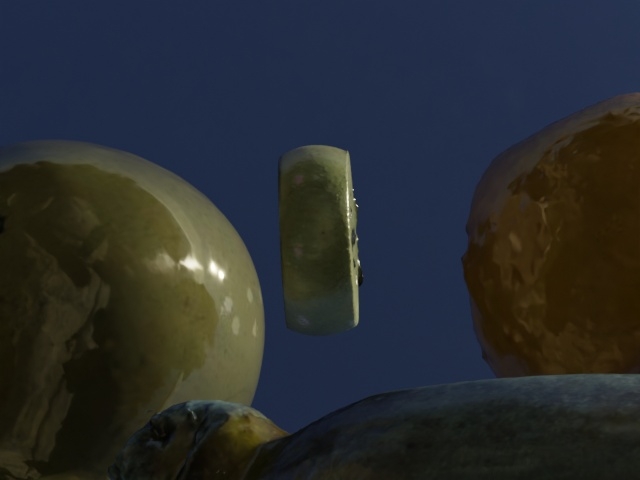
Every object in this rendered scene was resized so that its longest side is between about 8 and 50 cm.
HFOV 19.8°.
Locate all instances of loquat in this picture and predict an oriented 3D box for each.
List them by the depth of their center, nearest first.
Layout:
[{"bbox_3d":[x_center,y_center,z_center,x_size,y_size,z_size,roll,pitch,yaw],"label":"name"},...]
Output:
[{"bbox_3d":[0.178,0.019,0.977,0.208,0.208,0.208,-2,-114,5],"label":"loquat"}]

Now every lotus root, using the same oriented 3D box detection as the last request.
[{"bbox_3d":[0.076,0.118,0.595,0.322,0.158,0.140,1,-109,18],"label":"lotus root"}]

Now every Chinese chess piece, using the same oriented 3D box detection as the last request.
[{"bbox_3d":[0.000,0.000,0.797,0.034,0.084,0.084,-3,-114,2],"label":"Chinese chess piece"}]

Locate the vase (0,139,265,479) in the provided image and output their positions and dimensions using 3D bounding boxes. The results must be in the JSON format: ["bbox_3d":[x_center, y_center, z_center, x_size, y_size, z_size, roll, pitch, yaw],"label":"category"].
[{"bbox_3d":[-0.198,0.116,1.112,0.329,0.241,0.302,-19,-136,42],"label":"vase"}]
